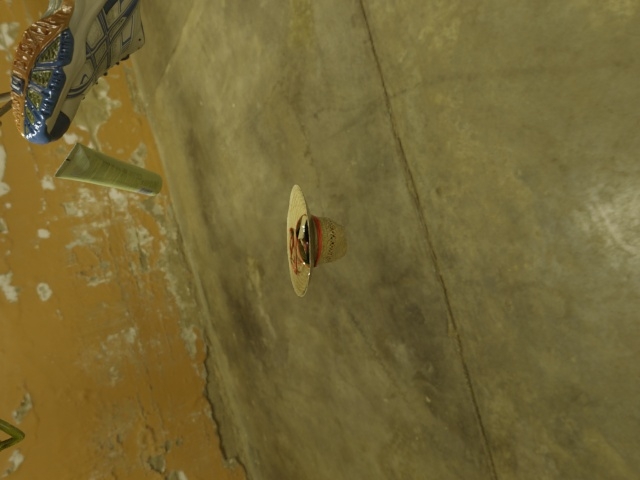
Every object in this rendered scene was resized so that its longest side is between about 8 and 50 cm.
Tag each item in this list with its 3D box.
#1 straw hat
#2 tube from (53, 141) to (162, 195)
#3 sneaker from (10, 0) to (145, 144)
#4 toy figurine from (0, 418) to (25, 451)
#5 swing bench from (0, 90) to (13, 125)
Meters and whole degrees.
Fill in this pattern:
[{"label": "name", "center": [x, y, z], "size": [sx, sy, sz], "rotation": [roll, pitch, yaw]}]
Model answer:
[{"label": "straw hat", "center": [0.000, 0.000, 0.533], "size": [0.144, 0.061, 0.144], "rotation": [178, 90, -76]}, {"label": "tube", "center": [-0.472, -0.156, 0.997], "size": [0.062, 0.240, 0.069], "rotation": [2, 86, 25]}, {"label": "sneaker", "center": [-0.296, -0.256, 0.570], "size": [0.112, 0.131, 0.296], "rotation": [32, 102, 24]}, {"label": "toy figurine", "center": [-0.485, 0.110, 0.420], "size": [0.362, 0.191, 0.217], "rotation": [44, 179, -34]}, {"label": "swing bench", "center": [-0.788, -0.375, 0.888], "size": [0.253, 0.255, 0.165], "rotation": [76, -160, -44]}]
